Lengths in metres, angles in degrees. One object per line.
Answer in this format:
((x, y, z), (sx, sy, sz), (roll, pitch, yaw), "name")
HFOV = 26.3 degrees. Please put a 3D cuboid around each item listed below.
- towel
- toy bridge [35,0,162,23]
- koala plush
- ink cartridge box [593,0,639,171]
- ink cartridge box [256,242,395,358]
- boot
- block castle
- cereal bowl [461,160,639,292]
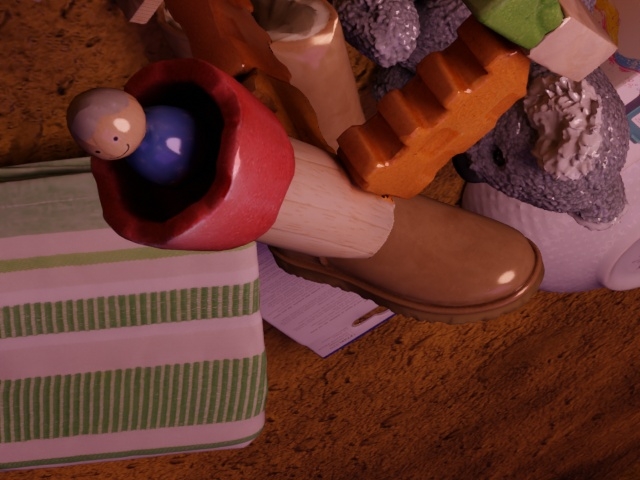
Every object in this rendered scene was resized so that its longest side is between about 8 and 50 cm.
((-0.167, 0.062, 1.059), (0.248, 0.038, 0.325), (-5, 134, -1), "towel")
((-0.164, -0.174, 0.821), (0.188, 0.026, 0.063), (5, 136, -49), "toy bridge")
((0.152, -0.114, 1.013), (0.203, 0.221, 0.196), (-31, 154, 5), "koala plush")
((0.268, -0.152, 1.142), (0.231, 0.134, 0.078), (-36, 124, 14), "ink cartridge box")
((0.000, 0.000, 1.253), (0.175, 0.069, 0.371), (-33, 151, 8), "ink cartridge box")
((0.026, -0.058, 0.958), (0.236, 0.089, 0.269), (7, 145, 22), "boot")
((0.042, -0.229, 0.608), (0.453, 0.303, 0.213), (-41, 151, 22), "block castle")
((0.322, -0.052, 1.388), (0.339, 0.141, 0.339), (-23, 153, -12), "cereal bowl")
